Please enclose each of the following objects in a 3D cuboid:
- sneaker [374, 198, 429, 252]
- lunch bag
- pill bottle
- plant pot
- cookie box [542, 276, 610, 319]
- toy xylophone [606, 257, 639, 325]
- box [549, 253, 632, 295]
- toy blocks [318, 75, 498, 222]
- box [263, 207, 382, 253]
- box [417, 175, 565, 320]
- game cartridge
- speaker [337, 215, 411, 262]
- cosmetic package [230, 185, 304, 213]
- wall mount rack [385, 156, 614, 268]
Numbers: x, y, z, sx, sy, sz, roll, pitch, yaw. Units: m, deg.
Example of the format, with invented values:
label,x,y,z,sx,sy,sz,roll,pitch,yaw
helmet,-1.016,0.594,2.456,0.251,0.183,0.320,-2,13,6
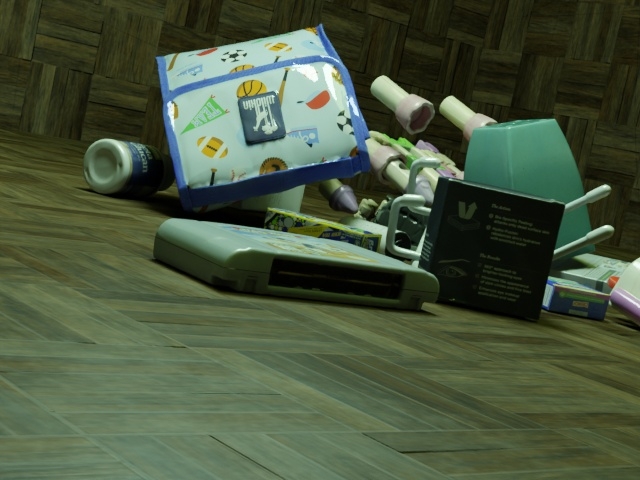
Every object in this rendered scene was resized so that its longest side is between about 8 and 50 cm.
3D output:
label,x,y,z,sx,sy,sz,roll,pitch,yaw
sneaker,0.203,0.008,1.991,0.267,0.101,0.106,24,-2,41
lunch bag,-0.103,-0.199,2.027,0.327,0.239,0.385,-12,33,-3
pill bottle,-0.326,-0.124,2.061,0.094,0.094,0.169,15,6,26
plant pot,0.345,-0.086,2.034,0.165,0.234,0.165,-12,10,-26
cookie box,0.352,0.080,1.717,0.091,0.040,0.107,11,6,-16
toy xylophone,0.581,0.103,1.723,0.322,0.081,0.236,10,19,-29
box,0.461,0.058,2.040,0.186,0.038,0.145,14,18,27
toy blocks,0.198,-0.099,2.200,0.288,0.309,0.260,6,31,-49
box,0.000,0.000,1.676,0.168,0.059,0.054,15,7,33
box,0.217,0.008,1.543,0.155,0.158,0.093,12,5,-5
game cartridge,-0.033,0.026,1.385,0.297,0.062,0.198,8,11,-36
speaker,0.082,-0.001,1.898,0.055,0.055,0.136,8,7,-38
cosmetic package,-0.138,-0.141,2.352,0.151,0.152,0.183,17,7,35
wall mount rack,0.261,-0.024,1.734,0.304,0.131,0.350,13,22,8
